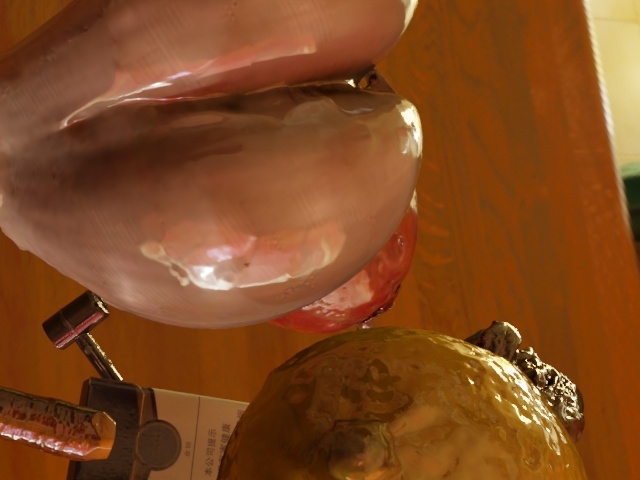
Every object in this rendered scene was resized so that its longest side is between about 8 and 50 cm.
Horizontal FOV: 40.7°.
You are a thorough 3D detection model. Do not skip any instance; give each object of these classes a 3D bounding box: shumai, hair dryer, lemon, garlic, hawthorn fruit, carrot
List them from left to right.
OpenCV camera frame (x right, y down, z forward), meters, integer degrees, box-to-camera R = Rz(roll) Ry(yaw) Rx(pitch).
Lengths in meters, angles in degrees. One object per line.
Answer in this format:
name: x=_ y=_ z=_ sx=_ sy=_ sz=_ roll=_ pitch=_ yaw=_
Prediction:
carrot: x=-0.369 y=0.205 z=1.008 sx=0.260 sy=0.070 sz=0.070 roll=20 pitch=70 yaw=-23
hair dryer: x=-0.453 y=0.219 z=1.749 sx=0.124 sy=0.071 sz=0.219 roll=-34 pitch=87 yaw=-2
garlic: x=-0.029 y=-0.088 z=0.560 sx=0.340 sy=0.245 sz=0.231 roll=-37 pitch=100 yaw=-45
hawthorn fruit: x=0.000 y=0.000 z=1.013 sx=0.276 sy=0.276 sz=0.307 roll=-51 pitch=124 yaw=-26
lemon: x=0.067 y=0.226 z=0.720 sx=0.336 sy=0.336 sz=0.336 roll=6 pitch=75 yaw=-24
shumai: x=0.266 y=0.244 z=1.257 sx=0.218 sy=0.256 sz=0.189 roll=46 pitch=101 yaw=9

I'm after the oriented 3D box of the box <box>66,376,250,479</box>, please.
box: x=-0.223 y=0.298 z=1.229 sx=0.259 sy=0.071 sz=0.168 roll=14 pitch=65 yaw=-25
